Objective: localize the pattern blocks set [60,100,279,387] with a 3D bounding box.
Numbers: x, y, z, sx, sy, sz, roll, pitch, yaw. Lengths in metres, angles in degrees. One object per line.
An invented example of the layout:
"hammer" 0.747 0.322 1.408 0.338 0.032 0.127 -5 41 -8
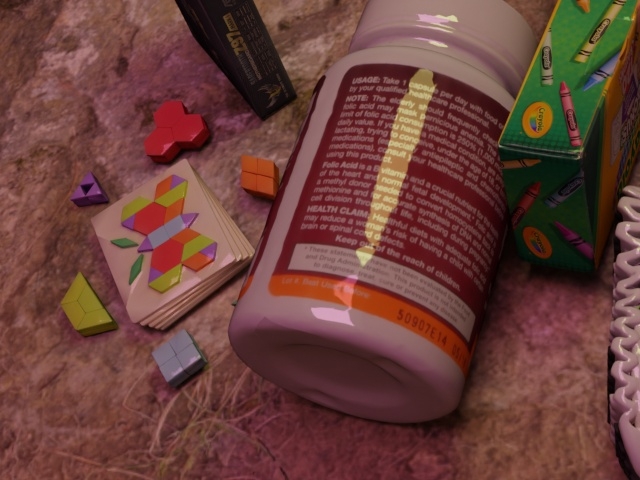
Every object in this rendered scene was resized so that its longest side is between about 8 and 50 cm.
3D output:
"pattern blocks set" -0.169 -0.002 1.377 0.285 0.026 0.325 -45 53 -6

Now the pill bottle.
"pill bottle" 0.076 -0.043 1.195 0.224 0.224 0.392 8 64 25

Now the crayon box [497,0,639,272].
"crayon box" 0.257 -0.129 1.188 0.081 0.165 0.278 10 55 25

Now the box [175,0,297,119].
"box" -0.123 -0.271 1.407 0.059 0.232 0.183 -35 55 -5

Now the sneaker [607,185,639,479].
"sneaker" 0.316 0.081 1.104 0.118 0.110 0.292 4 62 13
